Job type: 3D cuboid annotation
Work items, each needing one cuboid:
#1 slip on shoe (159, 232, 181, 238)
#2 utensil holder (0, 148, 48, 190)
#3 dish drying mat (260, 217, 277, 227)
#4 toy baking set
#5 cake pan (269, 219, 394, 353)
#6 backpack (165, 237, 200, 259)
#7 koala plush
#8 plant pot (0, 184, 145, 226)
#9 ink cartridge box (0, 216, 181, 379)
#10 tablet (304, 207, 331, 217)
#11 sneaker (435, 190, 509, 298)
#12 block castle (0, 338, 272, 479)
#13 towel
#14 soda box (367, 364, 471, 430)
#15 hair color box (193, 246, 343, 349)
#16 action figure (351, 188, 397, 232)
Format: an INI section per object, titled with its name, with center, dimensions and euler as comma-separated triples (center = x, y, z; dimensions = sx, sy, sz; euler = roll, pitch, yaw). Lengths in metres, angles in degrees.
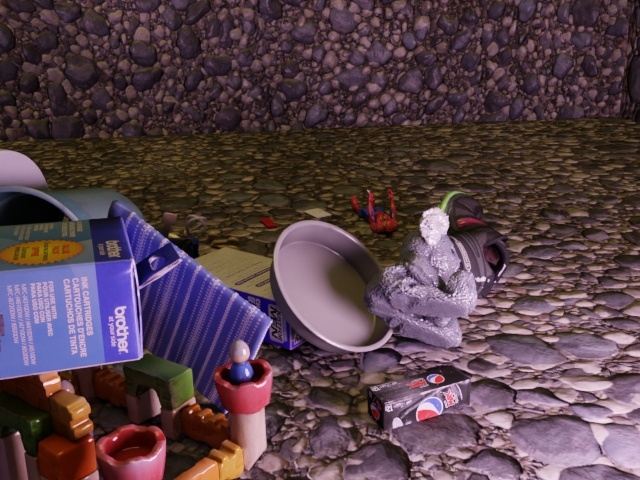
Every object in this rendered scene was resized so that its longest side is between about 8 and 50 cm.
[slip on shoe]
center = -0.440, 0.002, 2.038
dimensions = 0.135, 0.051, 0.041
euler = 11, 61, 12
[utensil holder]
center = -0.851, -0.070, 1.654
dimensions = 0.385, 0.328, 0.327
euler = 9, 21, 19
[dish drying mat]
center = -0.153, -0.052, 2.215
dimensions = 0.032, 0.008, 0.083
euler = -7, 19, -19
[toy baking set]
center = -0.307, -0.008, 1.811
dimensions = 0.196, 0.030, 0.256
euler = -19, -36, 38
[cake pan]
center = 0.020, 0.095, 1.464
dimensions = 0.293, 0.293, 0.054
euler = -26, -13, -50
[backpack]
center = -0.328, 0.054, 1.756
dimensions = 0.097, 0.120, 0.101
euler = 0, -1, 14
[koala plush]
center = 0.199, 0.058, 1.448
dimensions = 0.203, 0.196, 0.221
euler = 14, 55, 5
[plant pot]
center = -0.534, 0.032, 1.566
dimensions = 0.340, 0.341, 0.334
euler = 3, 12, 12
[ink cartridge box]
center = -0.398, 0.071, 1.043
dimensions = 0.395, 0.151, 0.270
euler = -4, 16, -18
[tablet]
center = -0.008, -0.085, 2.302
dimensions = 0.054, 0.006, 0.083
euler = -12, 22, -28
[sneaker]
center = 0.342, 0.025, 1.776
dimensions = 0.202, 0.185, 0.483
euler = 20, 26, 7
[block castle]
center = -0.324, 0.231, 1.107
dimensions = 0.453, 0.213, 0.303
euler = 12, 24, 33
[towel]
center = -0.240, 0.109, 1.232
dimensions = 0.336, 0.243, 0.040
euler = 36, 39, 14
[soda box]
center = 0.163, 0.258, 1.235
dimensions = 0.168, 0.053, 0.060
euler = -10, 22, -22
[hair color box]
center = -0.139, 0.114, 1.592
dimensions = 0.338, 0.110, 0.185
euler = 11, 22, 35
[action figure]
center = 0.159, -0.109, 2.176
dimensions = 0.091, 0.139, 0.280
euler = -7, 22, -11
